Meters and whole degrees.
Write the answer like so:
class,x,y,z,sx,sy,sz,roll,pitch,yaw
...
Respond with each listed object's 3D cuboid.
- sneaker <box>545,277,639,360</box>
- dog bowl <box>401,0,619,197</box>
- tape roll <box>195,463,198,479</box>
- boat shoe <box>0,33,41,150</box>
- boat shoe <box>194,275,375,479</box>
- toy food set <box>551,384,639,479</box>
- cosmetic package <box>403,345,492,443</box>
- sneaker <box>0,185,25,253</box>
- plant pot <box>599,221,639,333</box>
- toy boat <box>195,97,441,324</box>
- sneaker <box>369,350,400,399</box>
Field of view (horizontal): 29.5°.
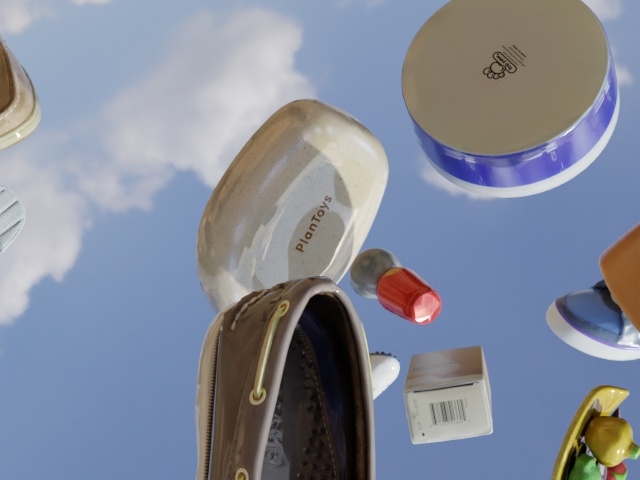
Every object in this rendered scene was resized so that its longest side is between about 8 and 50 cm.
class,x,y,z,sx,sy,sz,roll,pitch,yaw
sneaker,0.505,0.052,1.754,0.323,0.236,0.130,7,-145,-21
dog bowl,0.238,-0.193,1.535,0.265,0.104,0.265,-8,-119,15
tape roll,-0.096,0.305,1.468,0.100,0.286,0.286,11,-154,-8
boat shoe,-0.423,-0.225,1.368,0.121,0.110,0.341,-30,-127,-15
boat shoe,-0.016,0.182,0.745,0.097,0.116,0.324,-29,-124,53
toy food set,0.276,0.244,1.192,0.071,0.218,0.128,23,-141,26
cosmetic package,0.095,0.112,0.896,0.060,0.041,0.115,-10,-174,7
sneaker,-0.437,0.018,1.289,0.258,0.094,0.091,-32,-169,-28
plant pot,0.456,0.048,1.222,0.203,0.291,0.291,-48,-161,20
toy boat,0.000,0.000,1.385,0.267,0.318,0.148,-56,-145,1
sneaker,0.056,0.271,2.085,0.237,0.085,0.086,-44,-150,36
